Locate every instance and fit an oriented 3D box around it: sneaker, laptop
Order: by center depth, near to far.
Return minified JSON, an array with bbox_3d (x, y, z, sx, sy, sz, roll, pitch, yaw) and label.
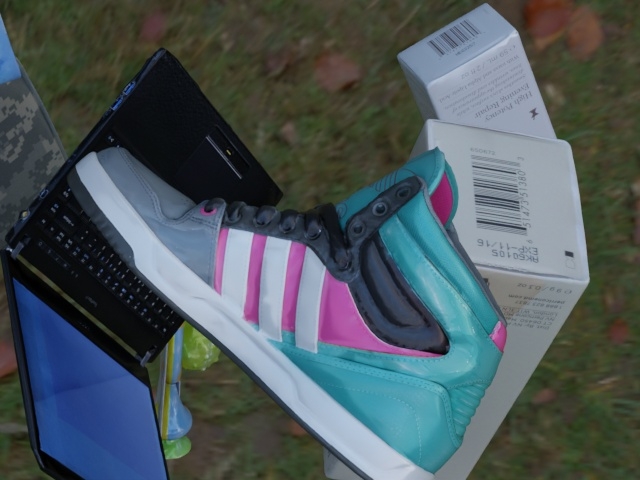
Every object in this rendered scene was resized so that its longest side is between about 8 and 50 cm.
[{"bbox_3d":[0.000,0.000,1.102,0.295,0.124,0.178,41,91,10],"label":"sneaker"},{"bbox_3d":[-0.103,0.048,1.244,0.136,0.234,0.264,34,81,29],"label":"laptop"}]

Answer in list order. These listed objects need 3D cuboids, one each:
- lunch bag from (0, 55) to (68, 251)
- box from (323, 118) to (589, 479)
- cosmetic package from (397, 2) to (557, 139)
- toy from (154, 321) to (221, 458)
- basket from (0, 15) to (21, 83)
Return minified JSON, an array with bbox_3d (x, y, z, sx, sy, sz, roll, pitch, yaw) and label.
[{"bbox_3d":[-0.409,-0.079,1.601,0.305,0.213,0.256,-43,54,-17],"label":"lunch bag"},{"bbox_3d":[0.098,0.062,1.448,0.121,0.311,0.148,9,49,-13],"label":"box"},{"bbox_3d":[0.179,-0.125,1.933,0.117,0.085,0.231,-31,128,-3],"label":"cosmetic package"},{"bbox_3d":[-0.113,0.084,1.550,0.056,0.137,0.237,6,120,-9],"label":"toy"},{"bbox_3d":[-0.233,-0.255,0.980,0.201,0.255,0.289,-16,64,-8],"label":"basket"}]
